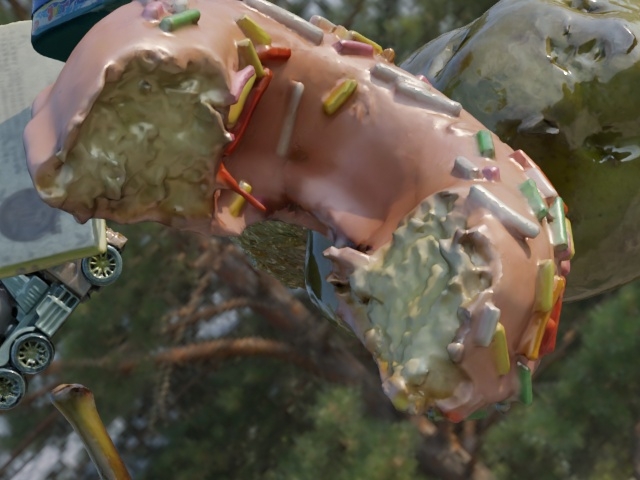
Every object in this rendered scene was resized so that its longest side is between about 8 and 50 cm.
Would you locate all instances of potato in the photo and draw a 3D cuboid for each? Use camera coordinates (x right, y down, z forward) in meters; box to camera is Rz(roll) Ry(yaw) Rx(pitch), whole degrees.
[{"bbox_3d":[0.115,-0.042,0.939,0.351,0.218,0.202,-30,-11,39],"label":"potato"}]

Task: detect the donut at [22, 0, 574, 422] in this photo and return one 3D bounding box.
[{"bbox_3d":[0.003,-0.030,0.545,0.085,0.233,0.199,-62,-1,23],"label":"donut"}]

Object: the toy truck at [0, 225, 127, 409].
[{"bbox_3d":[-0.321,0.068,1.351,0.256,0.140,0.108,-53,6,-8],"label":"toy truck"}]

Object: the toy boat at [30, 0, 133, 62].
[{"bbox_3d":[-0.139,-0.192,0.911,0.175,0.091,0.110,-12,70,50],"label":"toy boat"}]

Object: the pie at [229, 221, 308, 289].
[{"bbox_3d":[0.000,0.000,1.627,0.071,0.306,0.306,-66,5,-18],"label":"pie"}]

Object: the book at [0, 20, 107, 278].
[{"bbox_3d":[-0.338,-0.047,0.962,0.352,0.239,0.035,-12,-36,-4],"label":"book"}]

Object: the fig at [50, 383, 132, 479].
[{"bbox_3d":[-0.142,0.241,0.735,0.249,0.204,0.186,-49,-42,-28],"label":"fig"}]
